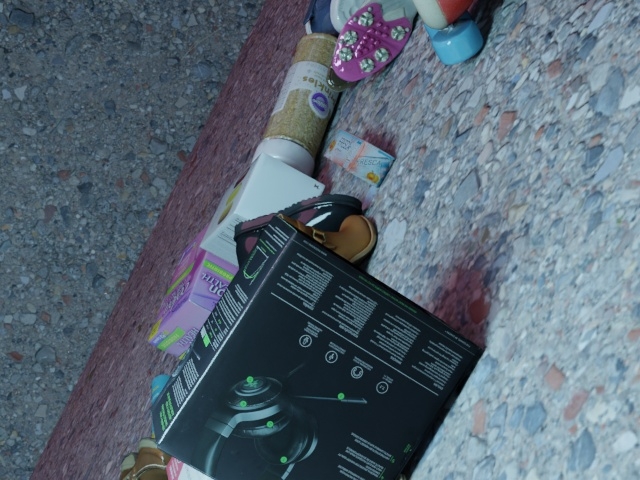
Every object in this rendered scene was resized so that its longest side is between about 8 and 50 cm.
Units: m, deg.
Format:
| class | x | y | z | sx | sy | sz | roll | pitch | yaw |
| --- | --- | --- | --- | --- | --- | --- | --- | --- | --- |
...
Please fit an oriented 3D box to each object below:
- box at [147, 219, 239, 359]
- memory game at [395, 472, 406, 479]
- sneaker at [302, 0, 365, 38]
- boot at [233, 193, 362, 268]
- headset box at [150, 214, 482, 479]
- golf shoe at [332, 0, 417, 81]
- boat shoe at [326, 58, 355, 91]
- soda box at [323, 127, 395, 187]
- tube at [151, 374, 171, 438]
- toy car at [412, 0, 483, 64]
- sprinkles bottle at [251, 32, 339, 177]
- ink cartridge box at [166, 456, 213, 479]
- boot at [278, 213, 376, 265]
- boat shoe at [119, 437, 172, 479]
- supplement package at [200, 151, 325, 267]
| class | x | y | z | sx | sy | sz | roll | pitch | yaw |
| --- | --- | --- | --- | --- | --- | --- | --- | --- | --- |
| box | -0.225 | 0.094 | 2.107 | 0.213 | 0.117 | 0.243 | -42 | 26 | 48 |
| memory game | 0.046 | 0.331 | 1.101 | 0.186 | 0.012 | 0.186 | -54 | 18 | 26 |
| sneaker | 0.061 | -0.585 | 2.330 | 0.236 | 0.130 | 0.323 | 0 | 68 | 67 |
| boot | -0.036 | 0.051 | 1.664 | 0.246 | 0.094 | 0.207 | -16 | 65 | 27 |
| headset box | -0.015 | 0.159 | 1.122 | 0.283 | 0.246 | 0.131 | -58 | 15 | 1 |
| golf shoe | 0.128 | -0.428 | 1.955 | 0.306 | 0.115 | 0.140 | -54 | 6 | 4 |
| boat shoe | 0.076 | -0.375 | 2.091 | 0.190 | 0.068 | 0.072 | -53 | 3 | -6 |
| soda box | 0.062 | -0.139 | 1.726 | 0.058 | 0.063 | 0.183 | -59 | 17 | 5 |
| tube | -0.315 | 0.356 | 2.088 | 0.207 | 0.052 | 0.080 | -103 | 34 | -57 |
| toy car | 0.233 | -0.425 | 1.544 | 0.238 | 0.219 | 0.210 | -26 | 25 | 11 |
| sprinkles bottle | -0.037 | -0.263 | 2.118 | 0.121 | 0.121 | 0.355 | -39 | 27 | 52 |
| ink cartridge box | -0.091 | 0.256 | 1.444 | 0.283 | 0.117 | 0.207 | -61 | 16 | 3 |
| boot | 0.000 | 0.000 | 1.526 | 0.073 | 0.152 | 0.197 | -51 | 19 | 33 |
| boat shoe | -0.276 | 0.418 | 1.762 | 0.324 | 0.122 | 0.120 | 133 | 155 | -62 |
| supplement package | -0.112 | -0.044 | 1.936 | 0.244 | 0.134 | 0.139 | -36 | 29 | 64 |
